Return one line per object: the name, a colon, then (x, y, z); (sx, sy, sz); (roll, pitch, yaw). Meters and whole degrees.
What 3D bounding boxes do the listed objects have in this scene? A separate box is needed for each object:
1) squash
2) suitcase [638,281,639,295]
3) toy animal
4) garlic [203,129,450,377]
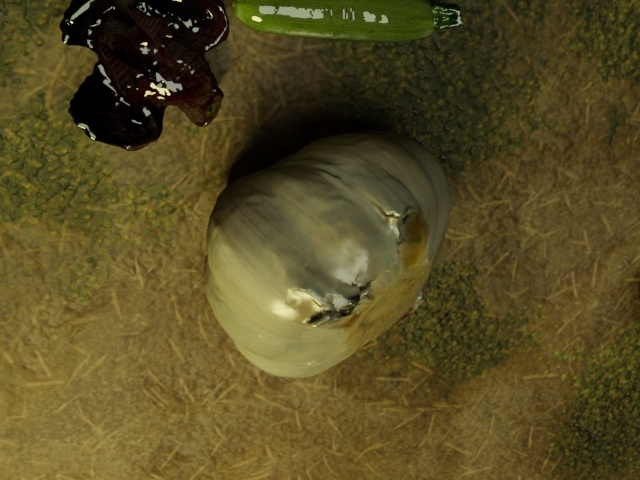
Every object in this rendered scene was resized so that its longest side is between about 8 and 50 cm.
squash: (0.027, -0.244, 1.297); (0.252, 0.066, 0.066); (2, 122, -18)
suitcase: (0.585, 0.128, 1.668); (0.236, 0.161, 0.297); (-31, 127, 3)
toy animal: (-0.174, -0.188, 1.270); (0.218, 0.116, 0.179); (-62, 153, -8)
garlic: (0.012, 0.011, 1.356); (0.322, 0.241, 0.322); (-18, 166, -4)
